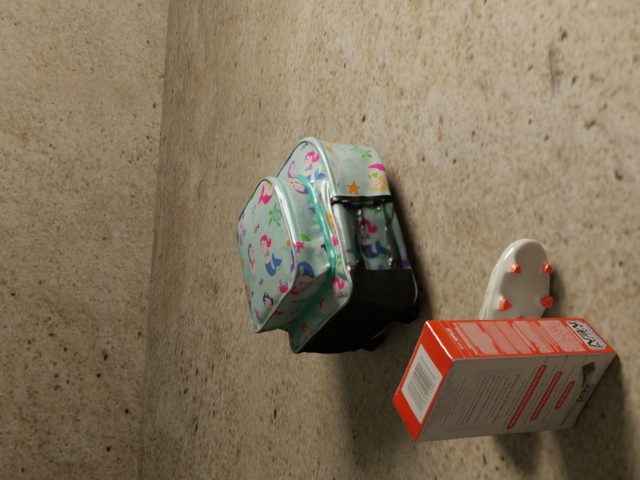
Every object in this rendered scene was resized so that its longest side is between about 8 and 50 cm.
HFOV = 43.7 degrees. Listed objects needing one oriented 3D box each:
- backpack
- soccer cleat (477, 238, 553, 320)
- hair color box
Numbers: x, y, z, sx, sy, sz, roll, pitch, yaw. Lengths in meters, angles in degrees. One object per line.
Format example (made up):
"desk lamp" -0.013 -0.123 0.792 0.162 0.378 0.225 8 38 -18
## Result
"backpack" 0.000 0.000 1.018 0.225 0.191 0.253 128 142 -53
"soccer cleat" 0.172 0.090 0.770 0.076 0.068 0.196 -145 58 -64
"hair color box" 0.155 0.116 0.678 0.053 0.167 0.093 -120 40 -50
